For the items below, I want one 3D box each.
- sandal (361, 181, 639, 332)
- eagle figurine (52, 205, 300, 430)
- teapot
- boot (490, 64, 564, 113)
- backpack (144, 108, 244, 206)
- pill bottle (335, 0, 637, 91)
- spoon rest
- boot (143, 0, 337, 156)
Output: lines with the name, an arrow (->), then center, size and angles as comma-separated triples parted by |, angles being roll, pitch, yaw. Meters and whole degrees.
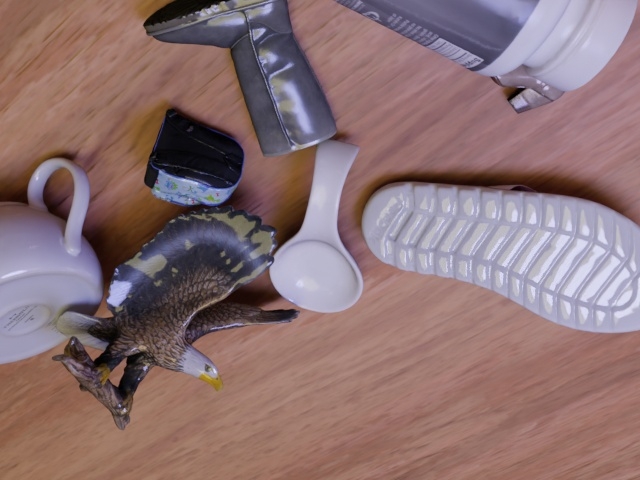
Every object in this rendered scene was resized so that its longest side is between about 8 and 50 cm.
sandal -> 0.266, -0.002, 0.966 | 0.416, 0.102, 0.169 | 18, 109, 6
eagle figurine -> -0.188, 0.110, 0.957 | 0.225, 0.298, 0.226 | 49, 157, -9
teapot -> -0.429, 0.033, 0.968 | 0.256, 0.187, 0.252 | -19, 150, -24
boot -> 0.250, -0.213, 0.856 | 0.087, 0.042, 0.118 | -37, 116, 17
backpack -> -0.160, -0.096, 0.916 | 0.114, 0.105, 0.084 | 17, 145, -12
pill bottle -> 0.152, -0.279, 0.730 | 0.319, 0.176, 0.176 | 23, 122, -12
spoon rest -> 0.000, 0.000, 0.968 | 0.137, 0.084, 0.276 | 12, 128, 7
boot -> -0.093, -0.199, 0.867 | 0.190, 0.076, 0.208 | -9, 130, 11
